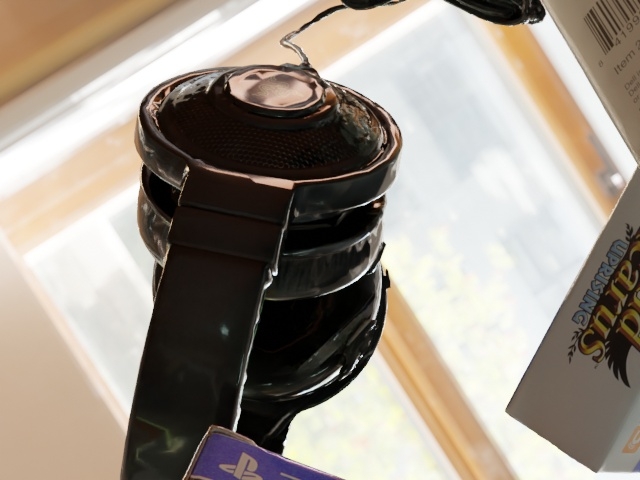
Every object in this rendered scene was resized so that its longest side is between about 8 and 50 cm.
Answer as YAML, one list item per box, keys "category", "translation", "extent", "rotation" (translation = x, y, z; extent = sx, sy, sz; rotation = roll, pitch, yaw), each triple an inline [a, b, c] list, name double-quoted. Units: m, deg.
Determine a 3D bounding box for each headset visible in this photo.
- category: "headset"
  translation: [0.000, 0.000, 0.909]
  extent: [0.243, 0.185, 0.394]
  rotation: [92, 10, -59]

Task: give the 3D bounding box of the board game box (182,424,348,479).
- category: "board game box"
  translation: [0.012, 0.243, 0.593]
  extent: [0.291, 0.232, 0.141]
  rotation: [-66, 176, -50]

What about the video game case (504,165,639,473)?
- category: "video game case"
  translation: [0.232, 0.003, 0.879]
  extent: [0.269, 0.061, 0.244]
  rotation: [11, 109, -54]

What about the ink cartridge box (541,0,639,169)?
- category: "ink cartridge box"
  translation: [0.154, -0.130, 0.638]
  extent: [0.093, 0.212, 0.154]
  rotation: [17, 125, -36]
